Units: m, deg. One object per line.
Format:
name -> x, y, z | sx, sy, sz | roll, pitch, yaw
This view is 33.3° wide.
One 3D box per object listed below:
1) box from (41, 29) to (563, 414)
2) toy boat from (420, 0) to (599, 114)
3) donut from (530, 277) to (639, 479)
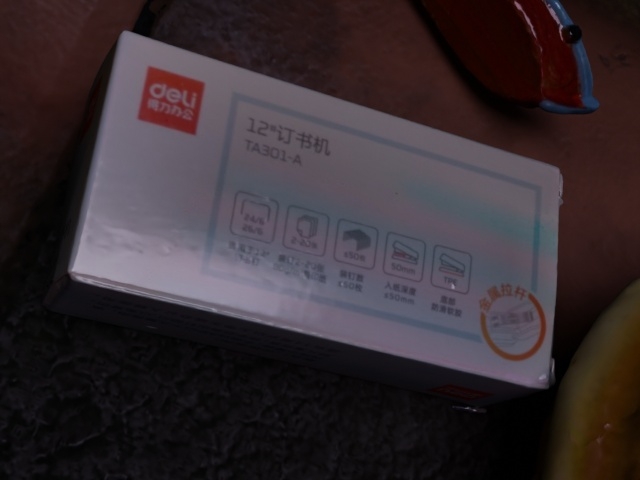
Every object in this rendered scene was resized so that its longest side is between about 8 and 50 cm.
box -> 0.000, 0.000, 0.569 | 0.269, 0.079, 0.135 | 14, 70, -19
toy boat -> 0.113, -0.146, 0.670 | 0.059, 0.069, 0.173 | -30, 82, -41
donut -> 0.296, 0.203, 0.572 | 0.449, 0.198, 0.449 | 8, 71, -25
